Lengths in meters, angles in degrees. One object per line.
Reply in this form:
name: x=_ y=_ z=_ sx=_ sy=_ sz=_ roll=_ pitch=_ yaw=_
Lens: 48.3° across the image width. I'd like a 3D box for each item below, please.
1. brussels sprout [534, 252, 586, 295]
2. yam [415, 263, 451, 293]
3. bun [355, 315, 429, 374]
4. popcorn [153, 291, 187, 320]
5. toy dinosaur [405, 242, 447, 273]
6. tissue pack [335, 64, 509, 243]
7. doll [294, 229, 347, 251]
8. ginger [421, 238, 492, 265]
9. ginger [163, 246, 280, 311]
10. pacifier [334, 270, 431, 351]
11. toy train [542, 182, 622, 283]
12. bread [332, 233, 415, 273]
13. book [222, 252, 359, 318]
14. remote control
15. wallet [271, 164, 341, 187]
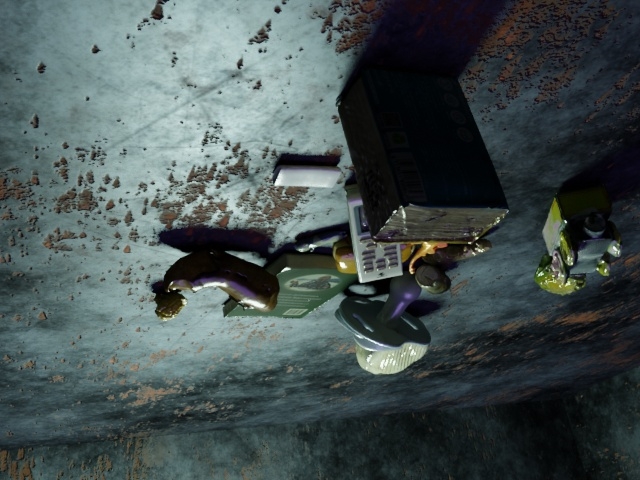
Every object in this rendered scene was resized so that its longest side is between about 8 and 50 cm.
brussels sprout: x=0.673 y=0.094 z=2.006 sx=0.139 sy=0.100 sz=0.181 roll=-10 pitch=159 yaw=24
yam: x=0.291 y=0.102 z=1.833 sx=0.071 sy=0.067 sz=0.317 roll=29 pitch=-178 yaw=17
bun: x=0.216 y=0.316 z=2.243 sx=0.239 sy=0.141 sz=0.239 roll=-14 pitch=135 yaw=-14
popcorn: x=-0.382 y=0.155 z=1.777 sx=0.084 sy=0.084 sz=0.084 roll=-8 pitch=155 yaw=-4
toy dinosaur: x=0.242 y=-0.027 z=1.564 sx=0.117 sy=0.070 sz=0.288 roll=-17 pitch=136 yaw=-8
tissue pack: x=0.150 y=-0.129 z=1.116 sx=0.192 sy=0.270 sz=0.134 roll=2 pitch=148 yaw=-24
doll: x=0.000 y=0.000 z=1.621 sx=0.125 sy=0.027 sz=0.037 roll=-15 pitch=148 yaw=12
ginger: x=0.340 y=0.028 z=1.793 sx=0.174 sy=0.051 sz=0.069 roll=-16 pitch=161 yaw=3
ginger: x=-0.203 y=0.094 z=1.624 sx=0.309 sy=0.107 sz=0.133 roll=18 pitch=118 yaw=-32
pacifier: x=0.189 y=0.179 z=1.935 sx=0.300 sy=0.244 sz=0.233 roll=6 pitch=121 yaw=-48
toy train: x=0.597 y=-0.011 z=1.646 sx=0.134 sy=0.177 sz=0.261 roll=-11 pitch=155 yaw=2
bread: x=0.129 y=0.022 z=1.671 sx=0.201 sy=0.077 sz=0.116 roll=-10 pitch=148 yaw=-1
book: x=-0.067 y=0.128 z=1.861 sx=0.261 sy=0.043 sz=0.371 roll=5 pitch=153 yaw=-33
remote control: x=0.117 y=-0.015 z=1.520 sx=0.103 sy=0.055 sz=0.277 roll=-11 pitch=139 yaw=0
wallet: x=-0.027 y=-0.123 z=1.348 sx=0.122 sy=0.025 sz=0.061 roll=0 pitch=155 yaw=-21
